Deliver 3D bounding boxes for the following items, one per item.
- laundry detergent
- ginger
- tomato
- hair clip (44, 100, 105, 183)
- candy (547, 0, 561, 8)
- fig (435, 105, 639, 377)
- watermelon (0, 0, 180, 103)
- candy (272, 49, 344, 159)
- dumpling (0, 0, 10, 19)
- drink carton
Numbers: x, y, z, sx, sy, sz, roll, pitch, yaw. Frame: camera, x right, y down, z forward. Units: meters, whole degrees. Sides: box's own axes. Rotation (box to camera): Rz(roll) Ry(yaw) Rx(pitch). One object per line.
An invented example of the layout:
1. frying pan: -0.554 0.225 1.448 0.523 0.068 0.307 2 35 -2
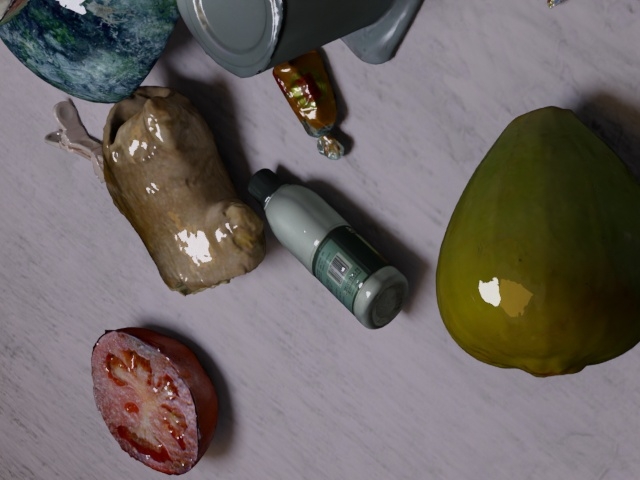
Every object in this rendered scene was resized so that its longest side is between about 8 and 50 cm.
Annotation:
1. laundry detergent: 0.000 0.000 1.464 0.226 0.070 0.099 43 172 25
2. ginger: -0.155 -0.054 1.535 0.221 0.130 0.275 32 145 43
3. tomato: -0.219 0.209 1.812 0.225 0.085 0.225 23 125 36
4. hair clip: -0.278 -0.102 1.714 0.226 0.034 0.072 37 135 22
5. candy: 0.182 -0.238 1.170 0.083 0.020 0.030 49 140 8
6. fig: 0.212 0.009 1.169 0.207 0.230 0.207 19 155 9
7. watermelon: -0.247 -0.303 1.453 0.318 0.148 0.226 -56 34 30
8. candy: -0.018 -0.166 1.400 0.053 0.046 0.182 -5 112 49
9. dumpling: -0.490 -0.319 1.717 0.216 0.166 0.126 -37 58 22
10. drink carton: -0.027 -0.261 1.246 0.185 0.190 0.191 51 139 17
